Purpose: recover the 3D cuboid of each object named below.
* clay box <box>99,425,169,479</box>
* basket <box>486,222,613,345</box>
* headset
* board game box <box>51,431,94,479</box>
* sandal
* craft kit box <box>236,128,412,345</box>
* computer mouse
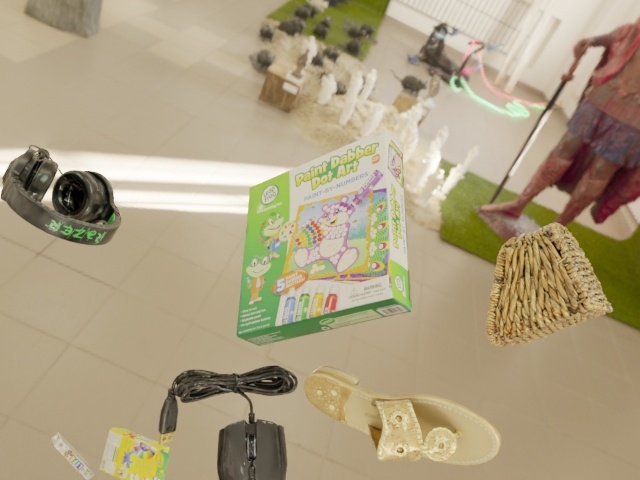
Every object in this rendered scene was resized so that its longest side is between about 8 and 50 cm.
[{"bbox_3d":[-0.539,0.650,1.675,0.222,0.127,0.053,13,-2,21],"label":"clay box"},{"bbox_3d":[0.468,0.097,1.241,0.299,0.223,0.213,12,55,-54],"label":"basket"},{"bbox_3d":[-0.619,-0.097,1.305,0.243,0.185,0.394,21,19,-45],"label":"headset"},{"bbox_3d":[-0.776,0.675,1.771,0.026,0.103,0.154,-42,106,-24],"label":"board game box"},{"bbox_3d":[0.072,0.216,0.638,0.240,0.088,0.079,13,27,30],"label":"sandal"},{"bbox_3d":[0.000,0.000,0.772,0.061,0.250,0.246,36,46,-43],"label":"craft kit box"},{"bbox_3d":[-0.130,0.297,0.768,0.184,0.262,0.060,4,13,-7],"label":"computer mouse"}]
